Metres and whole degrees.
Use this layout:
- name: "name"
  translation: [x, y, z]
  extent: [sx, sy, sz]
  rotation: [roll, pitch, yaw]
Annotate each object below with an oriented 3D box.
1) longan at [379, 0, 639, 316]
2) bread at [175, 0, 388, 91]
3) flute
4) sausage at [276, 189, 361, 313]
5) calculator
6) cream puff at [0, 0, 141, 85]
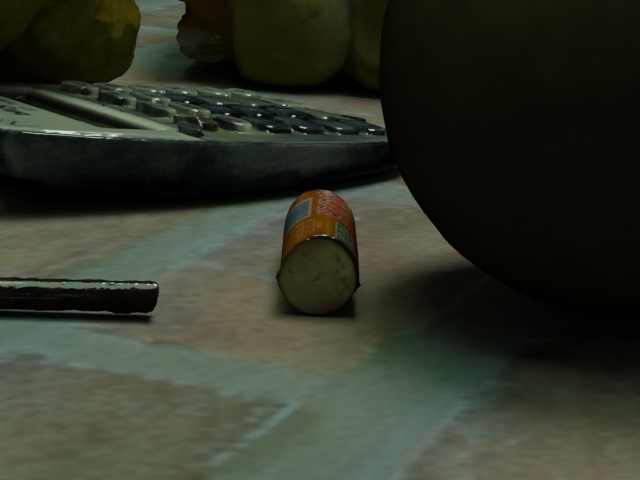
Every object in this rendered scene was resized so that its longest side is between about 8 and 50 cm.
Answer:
- name: "longan"
  translation: [0.126, -0.065, 0.657]
  extent: [0.220, 0.197, 0.196]
  rotation: [-14, 20, -25]
- name: "bread"
  translation: [0.070, -0.217, 1.225]
  extent: [0.341, 0.210, 0.300]
  rotation: [6, 16, 8]
- name: "flute"
  translation: [-0.191, 0.016, 0.607]
  extent: [0.269, 0.014, 0.014]
  rotation: [2, 14, -7]
- name: "sausage"
  translation: [0.000, 0.000, 0.687]
  extent: [0.031, 0.031, 0.107]
  rotation: [4, 14, 0]
- name: "calculator"
  translation: [-0.079, -0.057, 0.879]
  extent: [0.268, 0.040, 0.177]
  rotation: [-7, 18, -38]
- name: "cream puff"
  translation: [-0.223, -0.172, 0.943]
  extent: [0.323, 0.270, 0.274]
  rotation: [-1, 36, 21]
